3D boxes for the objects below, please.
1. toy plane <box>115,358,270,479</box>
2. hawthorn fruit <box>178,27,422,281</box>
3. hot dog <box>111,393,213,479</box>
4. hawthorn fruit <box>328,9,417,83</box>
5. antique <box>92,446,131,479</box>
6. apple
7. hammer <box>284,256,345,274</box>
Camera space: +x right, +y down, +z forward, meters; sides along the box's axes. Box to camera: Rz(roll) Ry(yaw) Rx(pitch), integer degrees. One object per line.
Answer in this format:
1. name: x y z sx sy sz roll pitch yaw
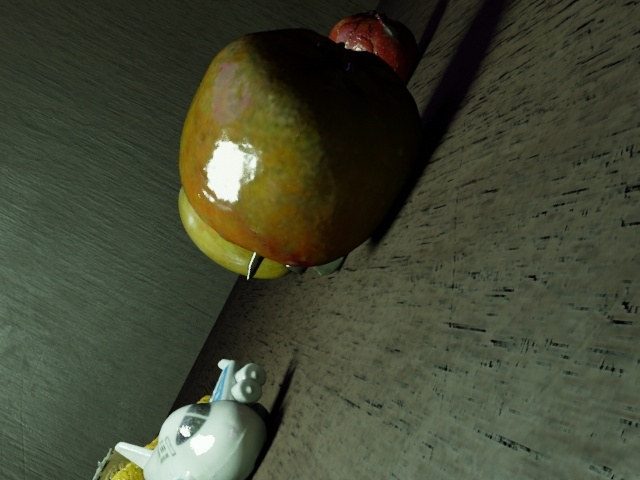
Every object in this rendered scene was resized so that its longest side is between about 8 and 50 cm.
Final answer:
1. toy plane: -0.154 0.260 1.638 0.267 0.122 0.267 -49 17 21
2. hawthorn fruit: -0.038 -0.091 1.549 0.301 0.267 0.268 -62 5 19
3. hot dog: -0.199 0.299 1.829 0.068 0.083 0.289 -49 -4 41
4. hawthorn fruit: 0.074 -0.271 2.086 0.148 0.148 0.172 -94 15 -80
5. antique: -0.318 0.443 2.198 0.148 0.152 0.147 -56 9 37
6. apple: -0.099 -0.065 2.251 0.264 0.264 0.264 -62 5 10
7. hammer: 0.000 0.000 1.940 0.168 0.044 0.440 -64 6 6
